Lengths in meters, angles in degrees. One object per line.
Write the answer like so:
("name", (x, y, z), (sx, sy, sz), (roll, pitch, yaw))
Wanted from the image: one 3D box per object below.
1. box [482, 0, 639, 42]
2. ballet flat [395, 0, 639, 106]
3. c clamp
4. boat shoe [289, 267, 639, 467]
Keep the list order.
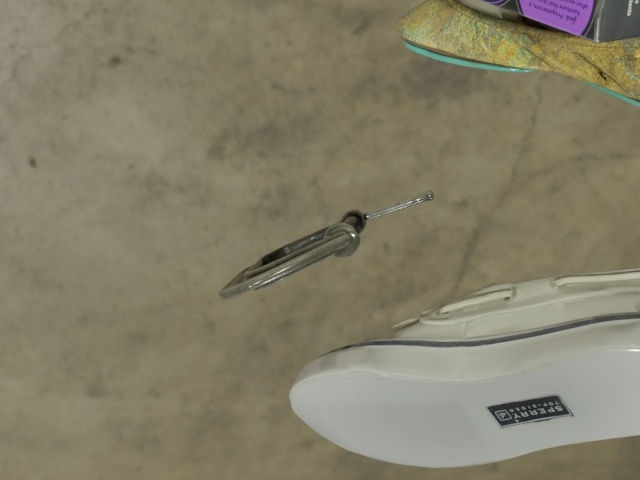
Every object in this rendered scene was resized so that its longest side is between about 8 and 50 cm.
("box", (0.248, -0.240, 0.977), (0.270, 0.165, 0.143), (-12, 118, -31))
("ballet flat", (0.221, -0.198, 1.235), (0.123, 0.349, 0.123), (-30, 130, -43))
("c clamp", (0.000, 0.000, 0.899), (0.137, 0.022, 0.161), (-22, -175, 13))
("boat shoe", (0.103, 0.067, 0.820), (0.268, 0.088, 0.096), (-17, 125, 37))
